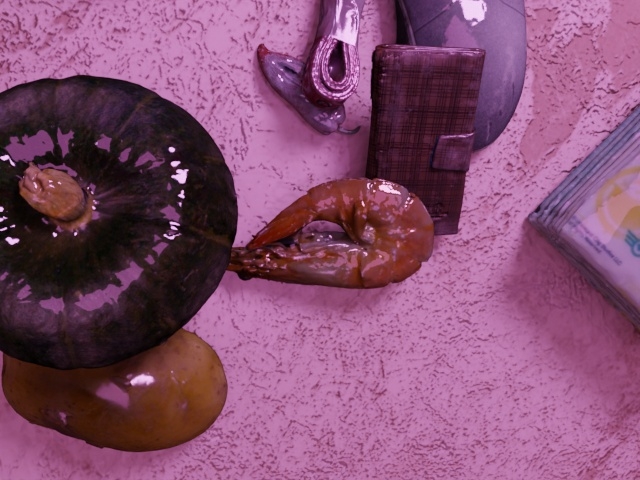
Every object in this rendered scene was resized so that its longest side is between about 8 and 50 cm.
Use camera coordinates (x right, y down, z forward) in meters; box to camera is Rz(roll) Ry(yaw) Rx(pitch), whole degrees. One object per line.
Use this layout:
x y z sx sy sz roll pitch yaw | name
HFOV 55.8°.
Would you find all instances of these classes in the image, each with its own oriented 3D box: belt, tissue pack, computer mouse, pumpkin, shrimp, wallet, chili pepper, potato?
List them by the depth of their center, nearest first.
-0.230 -0.024 0.606 0.300 0.207 0.301 2 79 -11 | pumpkin
0.026 -0.263 0.678 0.071 0.053 0.232 8 87 -16 | belt
-0.242 0.171 0.694 0.271 0.111 0.160 18 94 -12 | potato
0.156 -0.290 0.696 0.167 0.090 0.380 -13 99 -8 | computer mouse
0.113 -0.107 0.697 0.124 0.042 0.230 0 119 -3 | wallet
-0.016 -0.174 0.708 0.153 0.041 0.050 44 55 -13 | chili pepper
0.000 0.000 0.712 0.266 0.061 0.145 -6 121 9 | shrimp
0.494 -0.066 0.730 0.287 0.162 0.388 42 99 -11 | tissue pack
